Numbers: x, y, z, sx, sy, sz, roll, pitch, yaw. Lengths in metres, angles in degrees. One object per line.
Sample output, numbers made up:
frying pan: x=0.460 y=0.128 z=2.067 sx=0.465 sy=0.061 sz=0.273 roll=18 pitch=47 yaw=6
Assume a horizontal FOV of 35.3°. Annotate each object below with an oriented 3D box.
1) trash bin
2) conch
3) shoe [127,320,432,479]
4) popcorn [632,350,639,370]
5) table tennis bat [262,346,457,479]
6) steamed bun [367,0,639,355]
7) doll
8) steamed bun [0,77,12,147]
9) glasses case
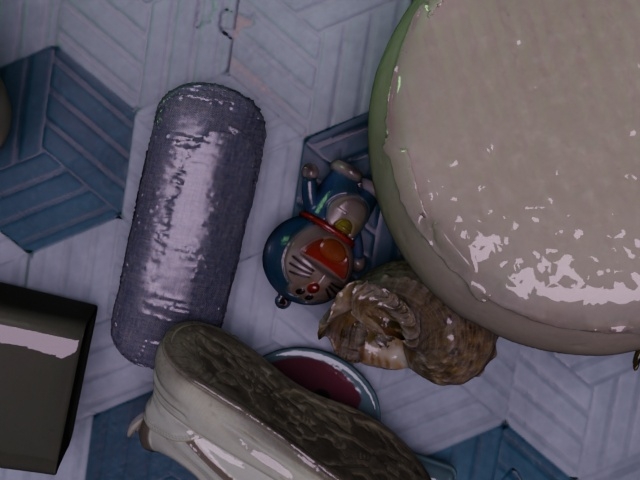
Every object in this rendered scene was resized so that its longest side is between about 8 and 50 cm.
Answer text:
trash bin: x=-0.346 y=0.118 z=0.942 sx=0.240 sy=0.122 sz=0.164 roll=13 pitch=97 yaw=-7
conch: x=0.076 y=0.083 z=0.947 sx=0.155 sy=0.207 sz=0.130 roll=-43 pitch=59 yaw=24
shoe: x=-0.047 y=0.216 z=0.948 sx=0.316 sy=0.124 sz=0.159 roll=37 pitch=113 yaw=-7
popcorn: x=0.393 y=0.040 z=0.959 sx=0.168 sy=0.173 sz=0.195 roll=49 pitch=124 yaw=28
table tennis bat: x=0.021 y=0.200 z=1.014 sx=0.244 sy=0.040 sz=0.153 roll=24 pitch=97 yaw=-2
steamed bun: x=0.226 y=-0.086 z=0.876 sx=0.374 sy=0.241 sz=0.374 roll=-1 pitch=83 yaw=6
doll: x=0.000 y=0.000 z=0.962 sx=0.114 sy=0.085 sz=0.152 roll=36 pitch=83 yaw=-26
steamed bun: x=-0.461 y=-0.193 z=0.810 sx=0.367 sy=0.342 sz=0.255 roll=-10 pitch=73 yaw=4
glasses case: x=-0.126 y=-0.010 z=0.961 sx=0.109 sy=0.067 sz=0.282 roll=11 pitch=96 yaw=-12
